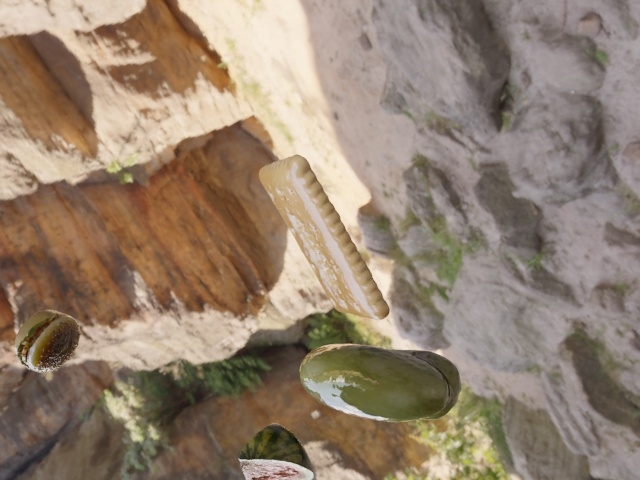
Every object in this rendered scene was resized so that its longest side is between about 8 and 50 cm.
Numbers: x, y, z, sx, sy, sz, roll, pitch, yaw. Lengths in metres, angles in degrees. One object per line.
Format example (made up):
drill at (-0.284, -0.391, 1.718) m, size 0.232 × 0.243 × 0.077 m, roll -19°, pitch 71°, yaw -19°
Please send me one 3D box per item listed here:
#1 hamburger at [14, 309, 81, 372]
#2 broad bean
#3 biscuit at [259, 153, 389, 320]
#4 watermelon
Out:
hamburger at (-0.533, 0.198, 1.251) m, size 0.082 × 0.126 × 0.141 m, roll 22°, pitch 151°, yaw 24°
broad bean at (0.108, 0.239, 1.092) m, size 0.238 × 0.291 × 0.119 m, roll -177°, pitch 97°, yaw -71°
biscuit at (-0.001, 0.000, 0.886) m, size 0.249 × 0.030 × 0.160 m, roll 61°, pitch 160°, yaw -12°
watermelon at (-0.055, 0.282, 0.850) m, size 0.163 × 0.087 × 0.068 m, roll 84°, pitch 180°, yaw -55°
